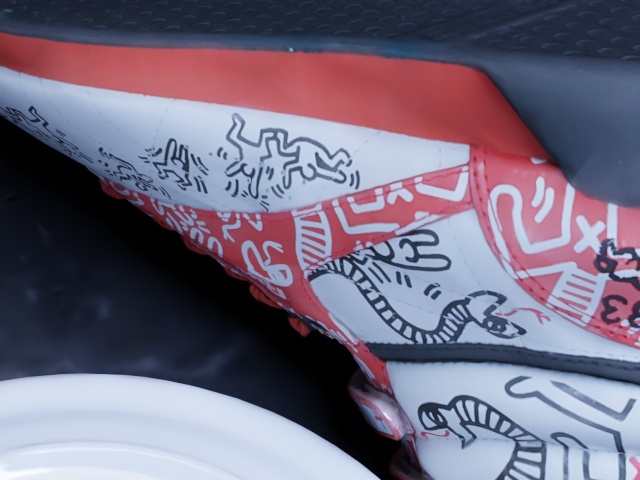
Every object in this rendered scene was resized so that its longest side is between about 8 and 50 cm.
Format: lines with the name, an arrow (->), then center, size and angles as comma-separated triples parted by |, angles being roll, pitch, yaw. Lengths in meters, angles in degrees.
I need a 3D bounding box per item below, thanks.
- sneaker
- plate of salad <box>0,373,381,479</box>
sneaker -> 0.000, 0.001, 0.431 | 0.270, 0.145, 0.090 | 11, 32, 34
plate of salad -> -0.053, 0.118, 0.362 | 0.200, 0.048, 0.199 | 4, 50, -5
